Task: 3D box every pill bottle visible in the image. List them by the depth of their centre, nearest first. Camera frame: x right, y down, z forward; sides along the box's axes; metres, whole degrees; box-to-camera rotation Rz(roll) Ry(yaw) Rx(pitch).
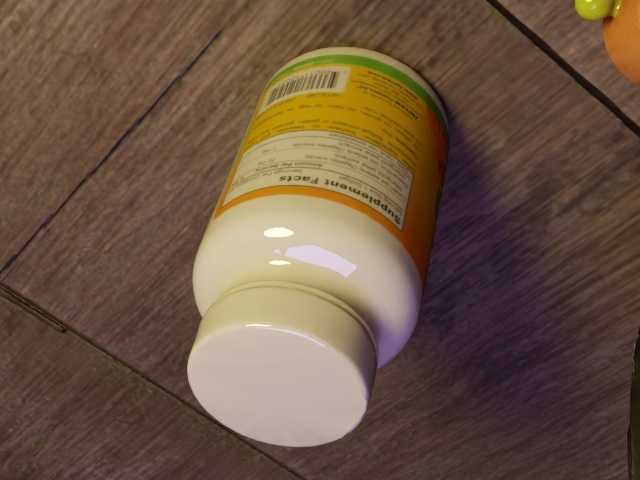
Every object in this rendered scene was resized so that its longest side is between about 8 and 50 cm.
[{"bbox_3d":[0.000,0.000,0.687,0.136,0.245,0.136,8,133,8],"label":"pill bottle"}]

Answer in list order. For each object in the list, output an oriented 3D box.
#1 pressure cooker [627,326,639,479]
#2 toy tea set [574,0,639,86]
[{"bbox_3d":[0.428,0.169,0.648,0.421,0.369,0.375,-11,131,28],"label":"pressure cooker"},{"bbox_3d":[0.218,-0.150,0.592,0.200,0.124,0.336,-44,93,4],"label":"toy tea set"}]
